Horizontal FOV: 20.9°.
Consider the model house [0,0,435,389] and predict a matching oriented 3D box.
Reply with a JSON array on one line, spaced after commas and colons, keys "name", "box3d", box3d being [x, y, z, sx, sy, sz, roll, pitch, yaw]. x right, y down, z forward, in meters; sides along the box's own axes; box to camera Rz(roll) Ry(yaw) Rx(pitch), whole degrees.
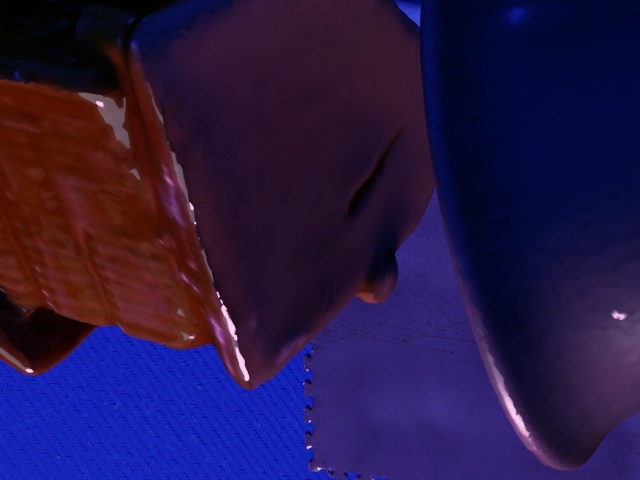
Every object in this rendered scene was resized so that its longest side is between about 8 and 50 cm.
[{"name": "model house", "box3d": [-0.092, -0.054, 0.716, 0.229, 0.220, 0.199, 12, -141, 22]}]

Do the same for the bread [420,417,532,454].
[{"name": "bread", "box3d": [0.185, 0.075, 1.331, 0.250, 0.225, 0.279, 9, 174, 21]}]

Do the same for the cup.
[{"name": "cup", "box3d": [0.137, -0.030, 0.606, 0.150, 0.199, 0.199, -13, 168, 20]}]

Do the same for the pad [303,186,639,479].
[{"name": "pad", "box3d": [0.111, 0.058, 1.160, 0.269, 0.269, 0.012, 9, -158, 20]}]
